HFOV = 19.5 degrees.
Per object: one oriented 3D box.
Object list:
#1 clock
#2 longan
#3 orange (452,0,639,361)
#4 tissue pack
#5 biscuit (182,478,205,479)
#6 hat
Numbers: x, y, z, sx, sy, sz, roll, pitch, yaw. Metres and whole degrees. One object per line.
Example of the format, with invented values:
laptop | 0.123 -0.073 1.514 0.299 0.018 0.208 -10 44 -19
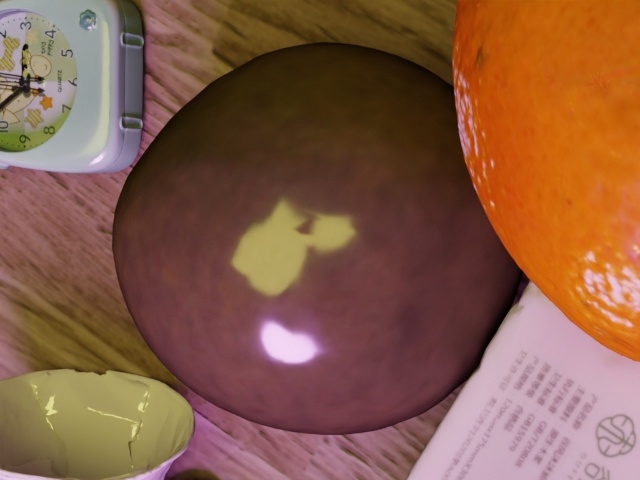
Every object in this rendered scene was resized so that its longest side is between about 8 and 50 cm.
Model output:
clock | -0.237 -0.131 1.522 0.189 0.060 0.148 3 92 21
longan | -0.003 -0.003 1.322 0.297 0.297 0.297 0 91 21
orange | 0.282 -0.090 1.154 0.424 0.424 0.326 32 137 18
tissue pack | 0.171 0.245 1.263 0.266 0.194 0.356 36 95 34
biscuit | -0.111 0.262 1.500 0.071 0.018 0.147 21 99 15
hat | -0.192 0.193 1.460 0.203 0.203 0.126 9 111 20
